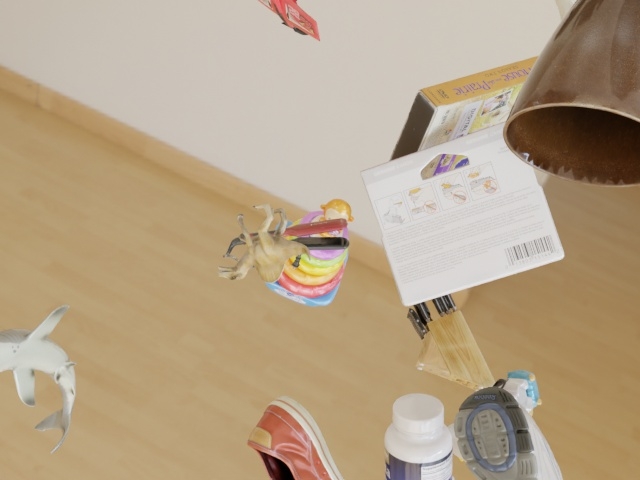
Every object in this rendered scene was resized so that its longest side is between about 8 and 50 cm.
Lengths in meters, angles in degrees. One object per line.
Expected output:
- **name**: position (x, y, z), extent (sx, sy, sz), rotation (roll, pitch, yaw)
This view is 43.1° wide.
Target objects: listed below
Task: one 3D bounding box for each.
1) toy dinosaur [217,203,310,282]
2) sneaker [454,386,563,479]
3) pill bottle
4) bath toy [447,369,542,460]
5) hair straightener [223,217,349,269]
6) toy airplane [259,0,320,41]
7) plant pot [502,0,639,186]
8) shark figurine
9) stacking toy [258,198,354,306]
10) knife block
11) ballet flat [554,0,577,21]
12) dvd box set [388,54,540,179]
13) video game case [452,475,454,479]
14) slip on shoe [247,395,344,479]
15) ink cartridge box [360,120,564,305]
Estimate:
- **toy dinosaur**: position (-0.057, 0.004, 0.985), extent (0.053, 0.183, 0.092), rotation (1, 78, -42)
- **sneaker**: position (0.250, 0.315, 0.925), extent (0.129, 0.111, 0.297), rotation (22, 52, -51)
- **pill bottle**: position (0.135, 0.303, 1.123), extent (0.094, 0.169, 0.094), rotation (-2, 20, 1)
- **bath toy**: position (0.374, 0.399, 1.782), extent (0.129, 0.151, 0.348), rotation (-11, 3, 35)
- **hair straightener**: position (-0.060, 0.019, 1.460), extent (0.231, 0.089, 0.047), rotation (-10, 27, -1)
- **toy airplane**: position (-0.051, -0.283, 0.896), extent (0.151, 0.028, 0.151), rotation (45, -6, 6)
- **plant pot**: position (0.373, -0.221, 1.062), extent (0.216, 0.215, 0.230), rotation (18, 74, -1)
- **shark figurine**: position (-0.420, 0.179, 1.181), extent (0.116, 0.278, 0.166), rotation (23, 63, 28)
- **stacking toy**: position (0.000, 0.000, 1.615), extent (0.175, 0.302, 0.165), rotation (24, 61, -6)
- **knife block**: position (0.350, 0.239, 2.113), extent (0.276, 0.242, 0.088), rotation (20, -15, 8)
- **ballet flat**: position (0.511, -0.340, 1.360), extent (0.400, 0.139, 0.139), rotation (22, 28, -19)
- **dvd box set**: position (0.328, -0.219, 1.604), extent (0.421, 0.307, 0.062), rotation (-20, 61, -26)
- **video game case**: position (0.193, 0.556, 1.471), extent (0.201, 0.183, 0.023), rotation (-30, 25, -35)
- **slip on shoe**: position (-0.017, 0.396, 1.257), extent (0.101, 0.331, 0.123), rotation (-39, 26, -31)
- **ink cartridge box**: position (0.251, -0.048, 1.453), extent (0.297, 0.261, 0.066), rotation (-18, 2, 11)
